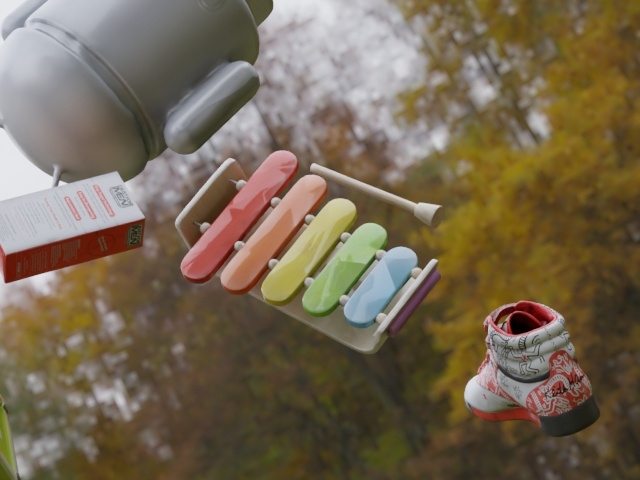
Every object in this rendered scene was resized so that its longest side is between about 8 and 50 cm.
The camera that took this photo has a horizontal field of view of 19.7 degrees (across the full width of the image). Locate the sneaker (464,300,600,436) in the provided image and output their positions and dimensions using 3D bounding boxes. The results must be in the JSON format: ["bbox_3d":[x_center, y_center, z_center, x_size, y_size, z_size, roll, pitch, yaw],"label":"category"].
[{"bbox_3d":[0.231,0.140,2.181,0.090,0.145,0.270,-24,10,-17],"label":"sneaker"}]

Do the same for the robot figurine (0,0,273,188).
[{"bbox_3d":[-0.207,-0.196,1.970,0.353,0.300,0.200,-46,-34,-21],"label":"robot figurine"}]

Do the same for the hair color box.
[{"bbox_3d":[-0.245,-0.013,1.750,0.141,0.072,0.043,-16,-39,-23],"label":"hair color box"}]

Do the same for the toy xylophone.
[{"bbox_3d":[0.000,0.000,2.149,0.236,0.322,0.081,-59,-25,-27],"label":"toy xylophone"}]

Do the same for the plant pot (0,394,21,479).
[{"bbox_3d":[-0.511,0.250,2.343,0.207,0.227,0.228,-21,-44,1],"label":"plant pot"}]
